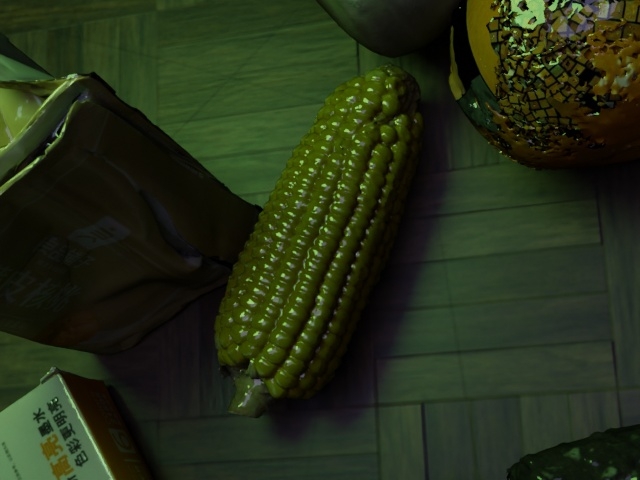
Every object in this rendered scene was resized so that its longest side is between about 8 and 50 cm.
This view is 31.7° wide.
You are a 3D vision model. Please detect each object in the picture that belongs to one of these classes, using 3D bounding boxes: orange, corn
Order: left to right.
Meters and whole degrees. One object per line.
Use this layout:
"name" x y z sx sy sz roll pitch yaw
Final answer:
"corn" 0.000 0.000 0.947 0.119 0.119 0.322 18 77 19
"orange" 0.210 -0.149 0.860 0.234 0.234 0.182 -19 73 10

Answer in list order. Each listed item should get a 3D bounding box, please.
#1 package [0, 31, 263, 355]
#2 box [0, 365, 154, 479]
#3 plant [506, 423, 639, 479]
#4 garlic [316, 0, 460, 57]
"package" -0.174 -0.022 0.893 0.165 0.311 0.221 9 78 20
"box" -0.225 0.280 0.950 0.221 0.091 0.274 -37 69 5
"plant" 0.142 0.232 0.827 0.274 0.146 0.149 -21 60 9
"garlic" 0.010 -0.275 0.972 0.246 0.340 0.231 -17 108 -20
